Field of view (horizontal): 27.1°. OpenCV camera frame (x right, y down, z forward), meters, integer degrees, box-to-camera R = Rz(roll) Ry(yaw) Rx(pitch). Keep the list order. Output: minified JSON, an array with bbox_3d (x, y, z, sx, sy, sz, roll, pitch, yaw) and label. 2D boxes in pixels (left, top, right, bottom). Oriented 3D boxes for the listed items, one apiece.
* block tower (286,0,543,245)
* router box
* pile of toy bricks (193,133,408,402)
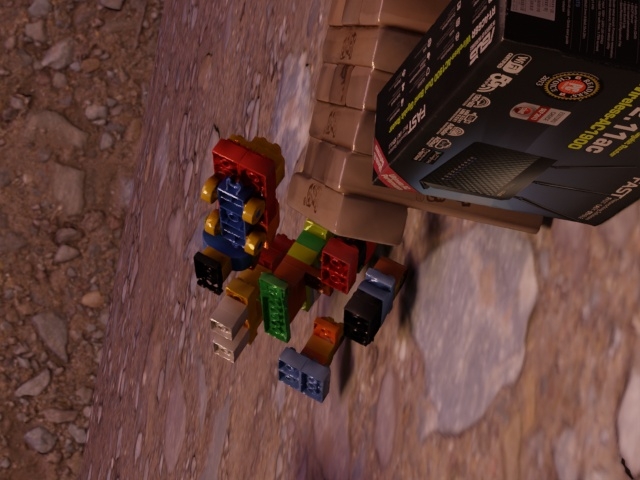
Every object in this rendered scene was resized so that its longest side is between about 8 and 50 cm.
[{"bbox_3d":[0.070,-0.164,0.558,0.091,0.097,0.336,-148,70,-75],"label":"block tower"},{"bbox_3d":[0.079,-0.047,0.442,0.122,0.092,0.038,132,145,-66],"label":"router box"},{"bbox_3d":[0.000,0.000,0.750,0.105,0.118,0.212,-56,-15,-27],"label":"pile of toy bricks"}]
